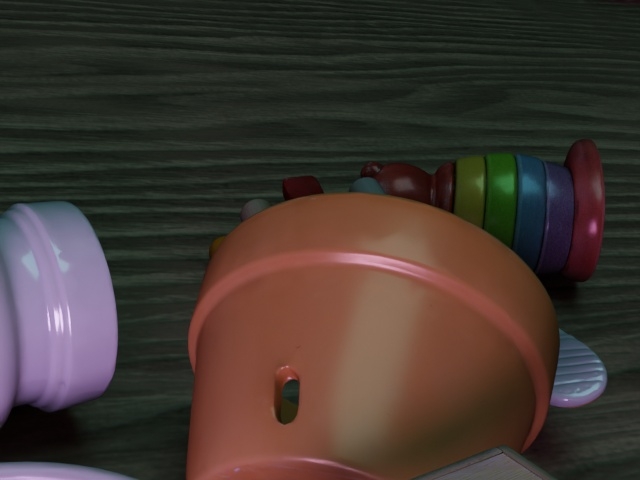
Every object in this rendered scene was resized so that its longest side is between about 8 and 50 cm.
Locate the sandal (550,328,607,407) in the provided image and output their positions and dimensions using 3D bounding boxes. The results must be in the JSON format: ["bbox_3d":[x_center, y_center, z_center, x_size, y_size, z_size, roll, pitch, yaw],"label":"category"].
[{"bbox_3d":[0.199,0.122,1.019,0.102,0.076,0.265,-20,25,-10],"label":"sandal"}]

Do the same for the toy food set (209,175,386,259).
[{"bbox_3d":[0.000,0.000,1.103,0.232,0.111,0.104,-5,33,-15],"label":"toy food set"}]

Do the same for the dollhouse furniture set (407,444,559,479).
[{"bbox_3d":[0.062,0.255,0.519,0.161,0.242,0.212,-13,20,-27],"label":"dollhouse furniture set"}]

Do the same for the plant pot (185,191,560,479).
[{"bbox_3d":[0.025,0.138,0.737,0.290,0.291,0.203,14,44,2],"label":"plant pot"}]

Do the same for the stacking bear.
[{"bbox_3d":[0.190,-0.036,1.236,0.289,0.175,0.164,4,21,4],"label":"stacking bear"}]

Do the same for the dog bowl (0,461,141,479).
[{"bbox_3d":[-0.181,0.254,0.555,0.348,0.102,0.349,6,24,-2],"label":"dog bowl"}]

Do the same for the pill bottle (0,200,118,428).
[{"bbox_3d":[-0.353,0.072,0.741,0.362,0.210,0.210,-9,35,-35],"label":"pill bottle"}]
